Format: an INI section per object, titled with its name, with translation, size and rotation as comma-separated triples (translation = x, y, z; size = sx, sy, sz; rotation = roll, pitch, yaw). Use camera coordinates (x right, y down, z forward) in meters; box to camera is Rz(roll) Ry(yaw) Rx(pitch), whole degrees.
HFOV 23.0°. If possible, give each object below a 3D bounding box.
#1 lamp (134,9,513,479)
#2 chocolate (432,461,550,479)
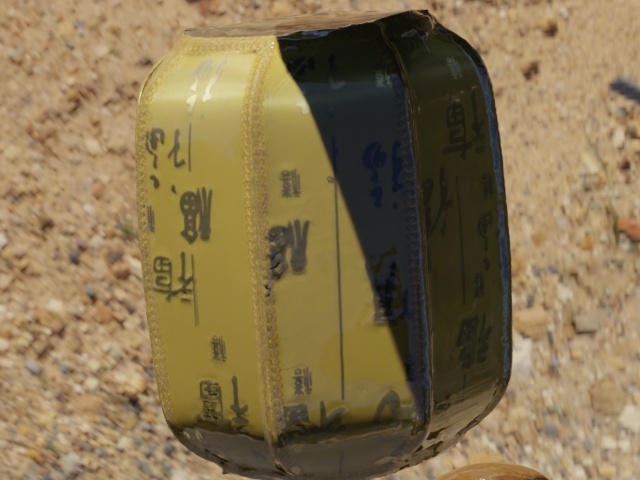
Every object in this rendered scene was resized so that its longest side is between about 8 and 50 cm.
[lamp]
translation = 0.000, 0.000, 0.653
size = 0.161, 0.161, 0.185
rotation = -4, 102, 10
[chocolate]
translation = 0.119, 0.223, 1.139
size = 0.133, 0.124, 0.127
rotation = -26, 47, -36
